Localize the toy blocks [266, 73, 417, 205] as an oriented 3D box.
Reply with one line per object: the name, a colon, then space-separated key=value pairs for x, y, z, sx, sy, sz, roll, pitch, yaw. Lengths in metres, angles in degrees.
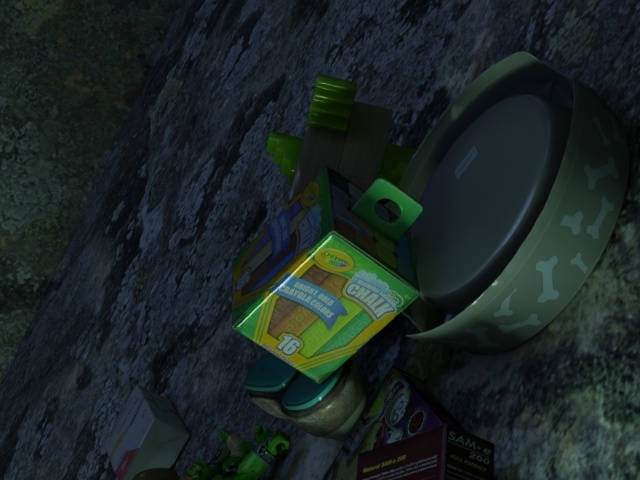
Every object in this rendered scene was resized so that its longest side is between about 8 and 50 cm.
toy blocks: x=0.000 y=0.000 z=1.833 sx=0.381 sy=0.190 sz=0.261 roll=105 pitch=178 yaw=-69

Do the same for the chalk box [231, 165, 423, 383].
chalk box: x=0.019 y=0.024 z=1.598 sx=0.213 sy=0.132 sz=0.132 roll=-44 pitch=26 yaw=24

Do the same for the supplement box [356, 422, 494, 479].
supplement box: x=0.093 y=0.307 z=1.396 sx=0.130 sy=0.073 sz=0.239 roll=-27 pitch=48 yaw=45

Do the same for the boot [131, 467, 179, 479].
boot: x=-0.206 y=0.461 z=1.900 sx=0.236 sy=0.089 sz=0.269 roll=89 pitch=172 yaw=-54

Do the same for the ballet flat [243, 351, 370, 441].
ballet flat: x=0.003 y=0.186 z=1.757 sx=0.107 sy=0.106 sz=0.316 roll=-50 pitch=13 yaw=-10

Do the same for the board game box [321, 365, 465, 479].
board game box: x=0.036 y=0.324 z=1.606 sx=0.347 sy=0.056 sz=0.208 roll=-59 pitch=26 yaw=6

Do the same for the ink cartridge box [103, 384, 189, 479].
ink cartridge box: x=-0.276 y=0.303 z=2.301 sx=0.115 sy=0.067 sz=0.198 roll=-61 pitch=21 yaw=4

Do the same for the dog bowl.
dog bowl: x=0.196 y=-0.033 z=1.604 sx=0.349 sy=0.102 sz=0.349 roll=-47 pitch=25 yaw=31

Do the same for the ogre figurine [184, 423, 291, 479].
ogre figurine: x=-0.112 y=0.304 z=1.908 sx=0.197 sy=0.097 sz=0.118 roll=-3 pitch=41 yaw=48
